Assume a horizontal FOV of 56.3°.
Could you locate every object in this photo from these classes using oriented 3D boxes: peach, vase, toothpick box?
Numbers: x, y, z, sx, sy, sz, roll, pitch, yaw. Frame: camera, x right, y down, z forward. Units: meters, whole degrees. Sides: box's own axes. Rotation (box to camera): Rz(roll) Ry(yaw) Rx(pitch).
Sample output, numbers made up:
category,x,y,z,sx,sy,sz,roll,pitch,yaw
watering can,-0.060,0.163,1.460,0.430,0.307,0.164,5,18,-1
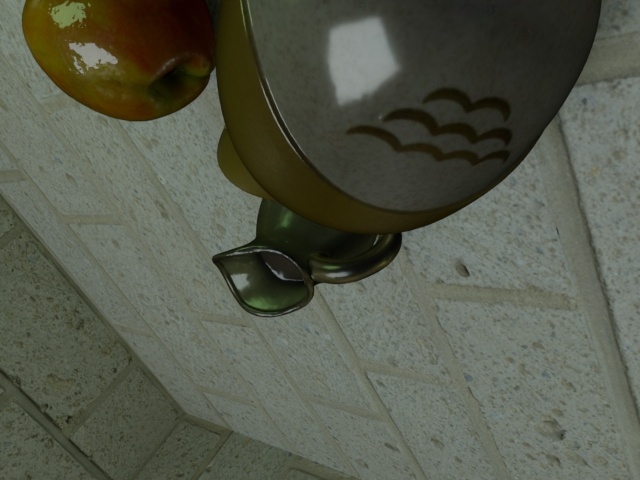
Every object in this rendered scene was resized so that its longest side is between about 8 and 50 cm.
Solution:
category,x,y,z,sx,sy,sz,roll,pitch,yaw
peach,-0.350,-0.367,1.046,0.333,0.308,0.307,32,146,16
vase,0.000,0.000,1.139,0.330,0.302,0.240,7,134,38
toothpick box,0.073,-0.219,0.728,0.409,0.409,0.425,37,141,5
